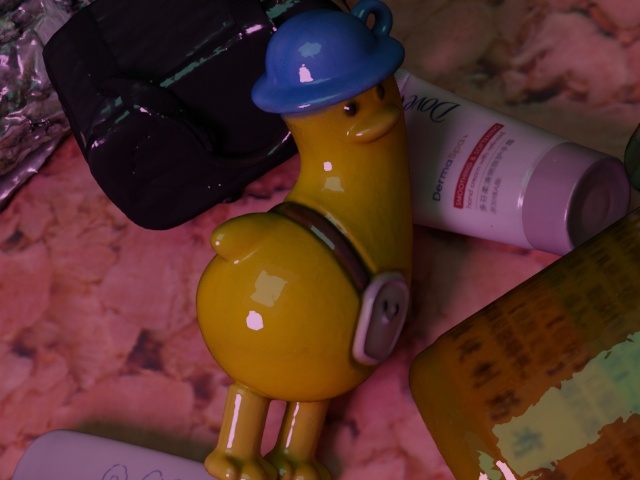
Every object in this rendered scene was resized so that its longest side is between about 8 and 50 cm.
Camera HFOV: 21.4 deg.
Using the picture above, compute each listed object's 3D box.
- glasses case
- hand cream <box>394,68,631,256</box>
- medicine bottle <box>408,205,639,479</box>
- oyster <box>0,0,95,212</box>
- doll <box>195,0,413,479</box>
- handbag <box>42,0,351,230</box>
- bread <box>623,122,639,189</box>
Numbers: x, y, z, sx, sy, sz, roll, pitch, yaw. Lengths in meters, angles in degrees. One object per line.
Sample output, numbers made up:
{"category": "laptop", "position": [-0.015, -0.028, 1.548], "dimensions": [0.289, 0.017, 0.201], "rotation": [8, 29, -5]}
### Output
{"category": "glasses case", "position": [-0.136, 0.204, 1.291], "dimensions": [0.233, 0.059, 0.092], "rotation": [11, 69, 27]}
{"category": "hand cream", "position": [0.118, -0.058, 1.309], "dimensions": [0.248, 0.083, 0.133], "rotation": [18, 71, 40]}
{"category": "medicine bottle", "position": [0.268, 0.070, 1.086], "dimensions": [0.384, 0.224, 0.224], "rotation": [-32, 57, 5]}
{"category": "oyster", "position": [-0.275, -0.147, 1.489], "dimensions": [0.162, 0.158, 0.351], "rotation": [44, 102, 0]}
{"category": "doll", "position": [0.000, 0.000, 1.247], "dimensions": [0.145, 0.199, 0.363], "rotation": [15, 93, 46]}
{"category": "handbag", "position": [-0.085, -0.131, 1.370], "dimensions": [0.254, 0.181, 0.181], "rotation": [-32, 49, 6]}
{"category": "bread", "position": [0.270, -0.083, 1.258], "dimensions": [0.109, 0.062, 0.043], "rotation": [-31, 58, 10]}
